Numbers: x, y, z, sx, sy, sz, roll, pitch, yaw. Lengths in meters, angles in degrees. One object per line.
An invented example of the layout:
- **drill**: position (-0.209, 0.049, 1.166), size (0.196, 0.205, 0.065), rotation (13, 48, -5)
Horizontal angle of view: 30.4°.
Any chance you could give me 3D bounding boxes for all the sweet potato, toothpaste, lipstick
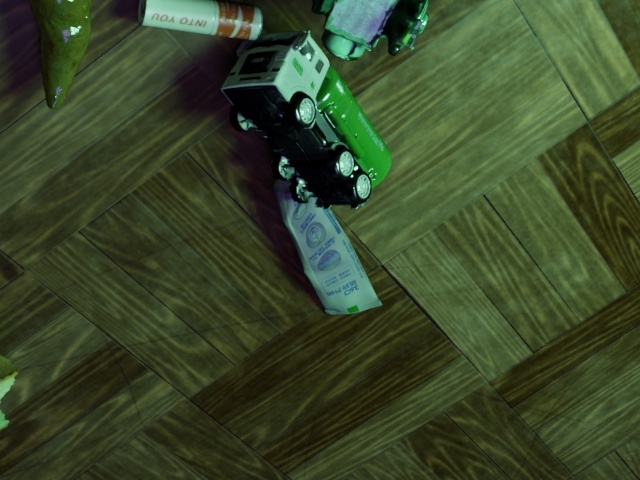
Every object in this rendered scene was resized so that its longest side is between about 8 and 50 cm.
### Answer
- **sweet potato**: position (-0.265, -0.260, 1.201), size (0.067, 0.067, 0.274), rotation (-2, 126, -18)
- **toothpaste**: position (0.000, 0.000, 1.515), size (0.075, 0.048, 0.301), rotation (-32, 134, -7)
- **lipstick**: position (-0.129, -0.243, 1.277), size (0.130, 0.038, 0.038), rotation (4, 126, -22)

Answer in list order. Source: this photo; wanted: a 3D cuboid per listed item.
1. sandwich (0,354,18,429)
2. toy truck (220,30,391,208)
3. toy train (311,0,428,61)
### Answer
- **sandwich**: position (-0.456, 0.192, 1.391), size (0.186, 0.220, 0.108), rotation (3, 125, -21)
- **toy truck**: position (-0.005, -0.134, 1.359), size (0.101, 0.125, 0.242), rotation (2, 146, 38)
- **toy train**: position (0.088, -0.328, 1.183), size (0.120, 0.202, 0.301), rotation (24, 119, -7)
